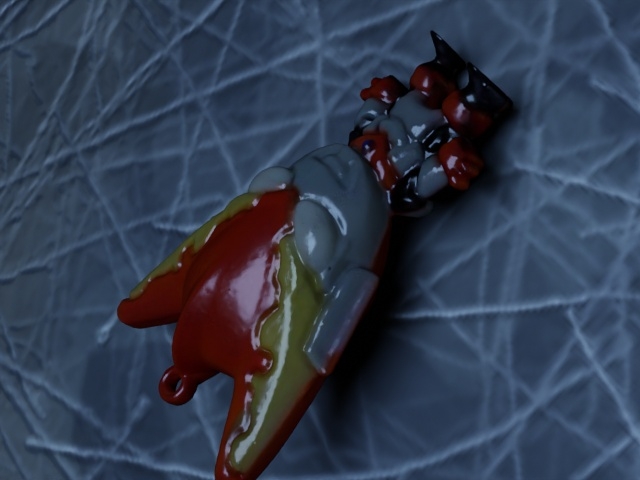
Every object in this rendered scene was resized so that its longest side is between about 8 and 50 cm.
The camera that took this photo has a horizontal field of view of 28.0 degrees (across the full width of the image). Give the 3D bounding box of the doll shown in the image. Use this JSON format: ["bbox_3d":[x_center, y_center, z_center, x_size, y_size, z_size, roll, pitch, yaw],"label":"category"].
[{"bbox_3d":[0.000,0.000,0.475,0.169,0.057,0.109,-44,46,3],"label":"doll"}]
